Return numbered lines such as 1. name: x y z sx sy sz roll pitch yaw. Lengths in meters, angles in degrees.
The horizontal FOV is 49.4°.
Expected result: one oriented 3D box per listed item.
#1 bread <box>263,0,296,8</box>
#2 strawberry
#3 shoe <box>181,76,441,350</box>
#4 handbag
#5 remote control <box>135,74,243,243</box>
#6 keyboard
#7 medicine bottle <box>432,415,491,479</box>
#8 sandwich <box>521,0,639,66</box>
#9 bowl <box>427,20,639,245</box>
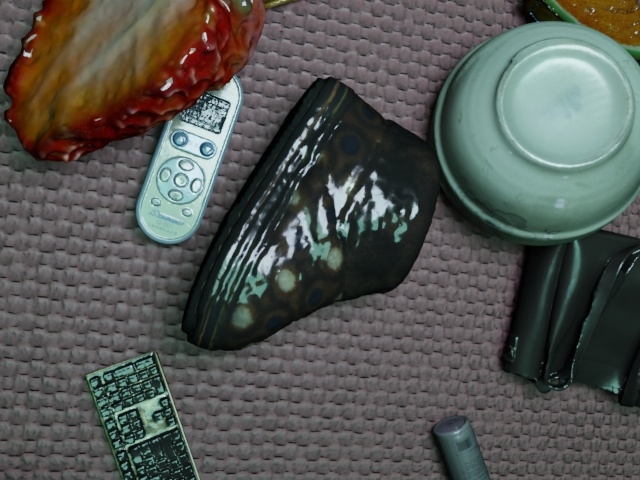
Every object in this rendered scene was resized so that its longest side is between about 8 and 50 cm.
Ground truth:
1. bread: -0.029 -0.376 0.893 0.191 0.132 0.114 -27 97 -16
2. strawberry: -0.217 -0.221 0.831 0.336 0.149 0.265 -42 65 9
3. shoe: 0.000 0.000 0.889 0.237 0.171 0.384 32 75 -10
4. handbag: 0.430 0.118 1.047 0.286 0.113 0.256 15 94 -15
5. remote control: -0.170 -0.113 0.904 0.087 0.047 0.244 20 86 -12
6. keyboard: -0.215 0.308 0.912 0.106 0.027 0.316 -20 97 -15
7. medicine bottle: 0.222 0.357 1.018 0.058 0.058 0.199 -23 97 -14
8. sandwich: 0.403 -0.334 1.048 0.235 0.079 0.159 2 80 -19
9. bowl: 0.301 -0.155 0.922 0.307 0.163 0.307 -1 80 5
